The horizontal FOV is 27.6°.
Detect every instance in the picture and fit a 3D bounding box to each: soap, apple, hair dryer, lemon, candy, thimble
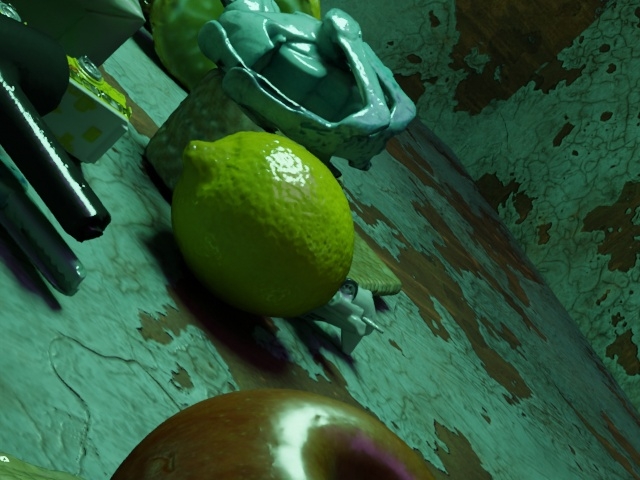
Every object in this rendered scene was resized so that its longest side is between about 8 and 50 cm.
[{"bbox_3d":[-0.315,-0.300,1.477,0.182,0.138,0.199,37,17,-36],"label":"soap"},{"bbox_3d":[-0.017,0.217,0.784,0.251,0.206,0.272,31,22,-42],"label":"apple"},{"bbox_3d":[-0.259,-0.099,1.109,0.251,0.089,0.197,55,13,16],"label":"hair dryer"},{"bbox_3d":[-0.059,-0.017,1.380,0.244,0.186,0.187,50,11,-23],"label":"lemon"},{"bbox_3d":[-0.124,-0.326,1.924,0.260,0.260,0.118,41,19,-27],"label":"candy"},{"bbox_3d":[-0.093,-0.090,1.578,0.196,0.148,0.229,52,12,28],"label":"thimble"}]

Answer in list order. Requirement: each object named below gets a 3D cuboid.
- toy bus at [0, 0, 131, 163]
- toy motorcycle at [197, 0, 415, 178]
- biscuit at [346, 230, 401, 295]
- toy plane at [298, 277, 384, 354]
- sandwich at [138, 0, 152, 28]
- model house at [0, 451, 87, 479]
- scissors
[{"bbox_3d":[-0.292,-0.168,1.291,0.226,0.081,0.074,37,17,-39],"label":"toy bus"},{"bbox_3d":[-0.022,-0.187,1.483,0.260,0.154,0.206,35,36,-10],"label":"toy motorcycle"},{"bbox_3d":[0.000,0.000,1.828,0.217,0.044,0.325,50,13,12],"label":"biscuit"},{"bbox_3d":[0.005,0.069,1.568,0.174,0.080,0.174,37,-2,1],"label":"toy plane"},{"bbox_3d":[-0.189,-0.349,2.136,0.249,0.095,0.273,47,12,-18],"label":"sandwich"},{"bbox_3d":[-0.156,0.185,0.568,0.234,0.175,0.193,45,9,37],"label":"model house"},{"bbox_3d":[-0.280,-0.053,1.106,0.256,0.030,0.125,48,12,18],"label":"scissors"}]
